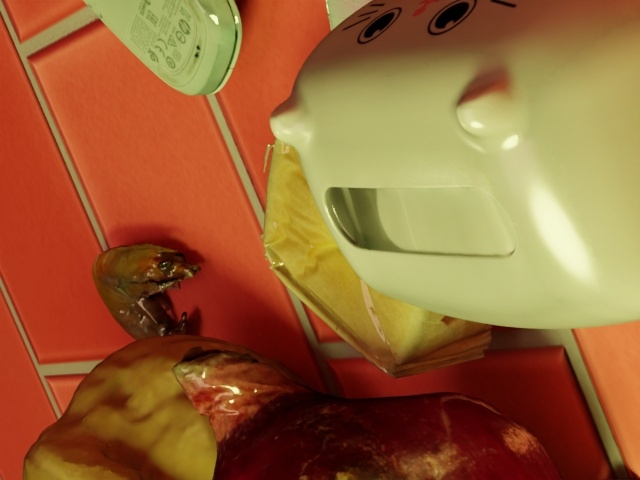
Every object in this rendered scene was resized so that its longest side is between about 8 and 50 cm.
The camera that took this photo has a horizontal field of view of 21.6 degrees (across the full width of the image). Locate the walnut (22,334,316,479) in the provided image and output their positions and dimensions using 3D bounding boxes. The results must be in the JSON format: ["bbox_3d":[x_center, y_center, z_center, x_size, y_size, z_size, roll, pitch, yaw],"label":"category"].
[{"bbox_3d":[-0.121,0.284,1.660,0.383,0.383,0.384,38,142,38],"label":"walnut"}]

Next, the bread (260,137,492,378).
[{"bbox_3d":[0.057,-0.014,1.360,0.210,0.109,0.192,37,135,38],"label":"bread"}]

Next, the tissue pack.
[{"bbox_3d":[0.133,-0.064,1.066,0.333,0.236,0.229,3,116,58],"label":"tissue pack"}]

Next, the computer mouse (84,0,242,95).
[{"bbox_3d":[-0.162,-0.266,1.528,0.288,0.097,0.159,45,146,10],"label":"computer mouse"}]

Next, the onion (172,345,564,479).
[{"bbox_3d":[0.009,0.228,1.339,0.385,0.347,0.348,52,149,17],"label":"onion"}]

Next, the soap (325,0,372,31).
[{"bbox_3d":[0.044,-0.221,1.270,0.100,0.056,0.149,23,132,47],"label":"soap"}]

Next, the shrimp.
[{"bbox_3d":[-0.189,0.062,1.872,0.150,0.068,0.248,51,156,-2],"label":"shrimp"}]

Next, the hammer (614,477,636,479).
[{"bbox_3d":[0.199,0.333,1.472,0.168,0.044,0.440,50,148,25],"label":"hammer"}]
